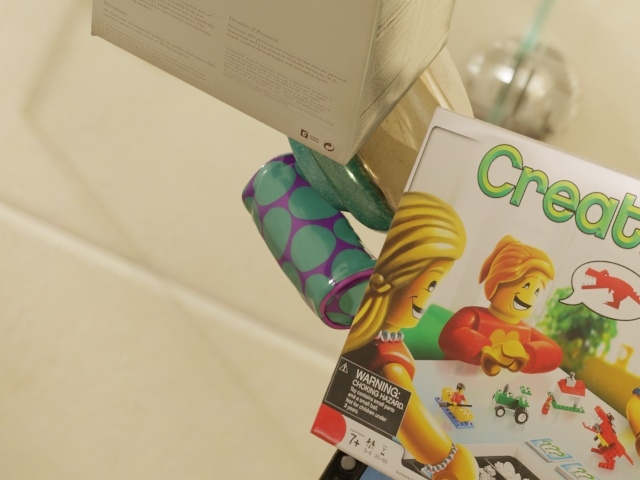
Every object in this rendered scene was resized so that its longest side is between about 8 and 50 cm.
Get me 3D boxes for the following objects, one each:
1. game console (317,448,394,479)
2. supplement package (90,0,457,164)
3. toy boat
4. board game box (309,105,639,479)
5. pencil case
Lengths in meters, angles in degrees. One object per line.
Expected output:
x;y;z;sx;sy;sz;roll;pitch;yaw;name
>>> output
0.067;0.197;1.317;0.107;0.122;0.071;-59;8;5;game console
-0.018;-0.196;1.040;0.149;0.194;0.203;-52;-17;-37;supplement package
-0.003;-0.149;1.270;0.148;0.318;0.267;-28;11;14;toy boat
0.148;0.068;0.847;0.053;0.305;0.193;17;-85;-50;board game box
0.000;0.000;1.252;0.152;0.070;0.064;55;146;42;pencil case
